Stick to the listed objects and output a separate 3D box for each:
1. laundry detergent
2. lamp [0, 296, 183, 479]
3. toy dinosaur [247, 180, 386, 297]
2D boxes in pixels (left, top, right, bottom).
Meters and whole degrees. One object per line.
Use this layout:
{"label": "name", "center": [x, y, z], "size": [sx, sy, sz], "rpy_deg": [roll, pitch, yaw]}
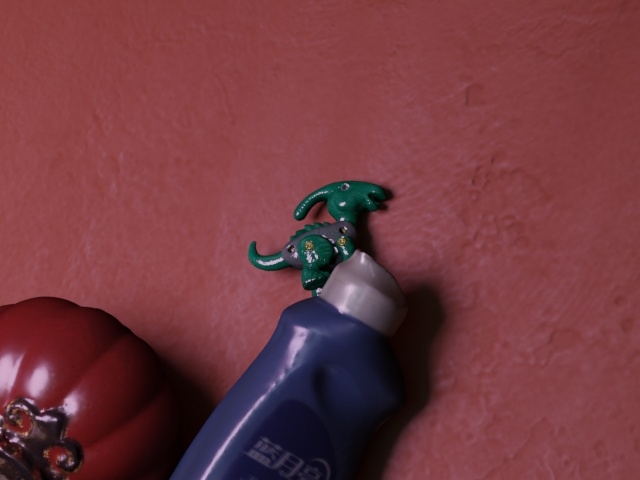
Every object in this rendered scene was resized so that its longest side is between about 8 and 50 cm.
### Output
{"label": "laundry detergent", "center": [-0.012, 0.148, 1.575], "size": [0.143, 0.094, 0.289], "rpy_deg": [30, 91, -20]}
{"label": "lamp", "center": [-0.223, 0.152, 1.617], "size": [0.227, 0.227, 0.226], "rpy_deg": [-4, 78, 20]}
{"label": "toy dinosaur", "center": [0.000, 0.000, 1.648], "size": [0.132, 0.059, 0.096], "rpy_deg": [-17, 65, 8]}
